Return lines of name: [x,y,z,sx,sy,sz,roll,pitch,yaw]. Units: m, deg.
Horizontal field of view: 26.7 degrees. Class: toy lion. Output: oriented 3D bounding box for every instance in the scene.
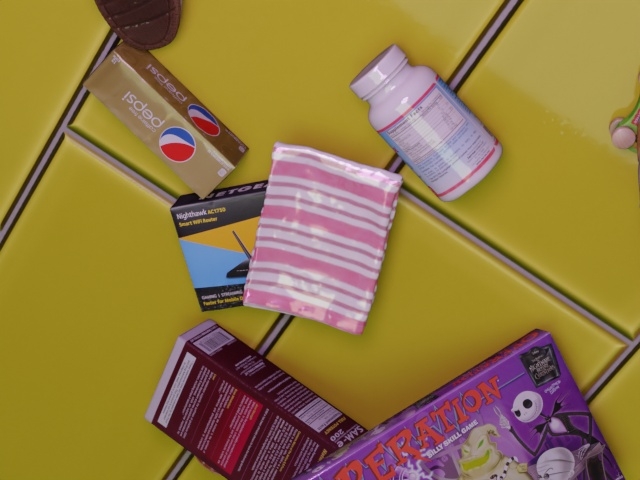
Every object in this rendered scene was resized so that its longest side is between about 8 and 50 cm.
toy lion: [0.358,-0.127,1.372,0.096,0.034,0.100,23,117,-7]

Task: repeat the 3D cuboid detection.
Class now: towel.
towel: [0.000,0.000,1.455,0.144,0.029,0.197,14,114,3]

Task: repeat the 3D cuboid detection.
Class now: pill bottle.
pill bottle: [0.107,-0.123,1.395,0.087,0.087,0.160,-39,101,25]

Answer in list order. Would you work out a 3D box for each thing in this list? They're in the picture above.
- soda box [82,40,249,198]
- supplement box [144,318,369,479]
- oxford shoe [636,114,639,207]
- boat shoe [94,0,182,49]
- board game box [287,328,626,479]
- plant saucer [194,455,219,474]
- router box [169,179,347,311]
soda box: [-0.167,-0.134,1.463,0.181,0.061,0.058,43,116,-9]
supplement box: [-0.075,0.213,1.559,0.239,0.073,0.130,34,118,17]
oxford shoe: [0.494,-0.158,1.267,0.449,0.130,0.169,-27,150,14]
boat shoe: [-0.197,-0.318,1.374,0.095,0.095,0.257,-6,135,8]
board game box: [0.148,0.272,1.478,0.347,0.056,0.208,-31,95,-10]
plant saucer: [-0.117,0.252,1.655,0.083,0.013,0.083,5,116,10]
router box: [-0.065,0.002,1.511,0.179,0.046,0.133,-10,110,16]
